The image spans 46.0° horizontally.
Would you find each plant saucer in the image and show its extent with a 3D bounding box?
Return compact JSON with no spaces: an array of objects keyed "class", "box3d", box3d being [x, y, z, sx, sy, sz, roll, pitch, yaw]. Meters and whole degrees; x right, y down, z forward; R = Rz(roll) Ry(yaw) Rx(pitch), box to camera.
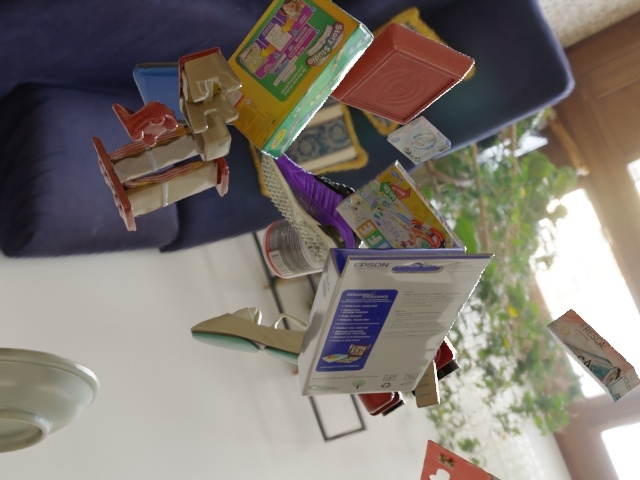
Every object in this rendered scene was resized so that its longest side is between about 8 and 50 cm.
[{"class":"plant saucer","box3d":[-0.626,0.325,1.425,0.400,0.101,0.400,-7,149,-4]},{"class":"plant saucer","box3d":[0.180,-0.362,1.724,0.259,0.048,0.258,14,147,-34]}]

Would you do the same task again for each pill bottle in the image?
[{"class":"pill bottle","box3d":[0.000,0.000,1.981,0.283,0.161,0.161,-13,179,36]}]

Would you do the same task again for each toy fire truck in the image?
[{"class":"toy fire truck","box3d":[0.167,0.277,1.505,0.217,0.159,0.246,-35,164,9]}]

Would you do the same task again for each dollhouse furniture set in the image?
[{"class":"dollhouse furniture set","box3d":[-0.264,-0.182,1.246,0.201,0.152,0.374,-23,162,-19]}]

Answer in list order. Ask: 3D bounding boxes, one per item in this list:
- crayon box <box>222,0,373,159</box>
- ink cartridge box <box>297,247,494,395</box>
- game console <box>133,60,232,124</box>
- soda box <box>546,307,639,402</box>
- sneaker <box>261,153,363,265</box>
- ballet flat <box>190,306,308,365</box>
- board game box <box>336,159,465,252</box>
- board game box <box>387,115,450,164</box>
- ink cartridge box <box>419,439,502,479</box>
[{"class":"crayon box","box3d":[-0.060,-0.306,1.336,0.278,0.165,0.081,-50,161,10]},{"class":"ink cartridge box","box3d":[0.076,0.090,0.917,0.165,0.065,0.333,1,144,-12]},{"class":"game console","box3d":[-0.240,-0.354,1.716,0.292,0.173,0.250,0,145,8]},{"class":"soda box","box3d":[0.493,0.204,1.366,0.063,0.058,0.183,-38,-144,2]},{"class":"sneaker","box3d":[-0.006,-0.090,1.607,0.146,0.293,0.102,-31,170,-21]},{"class":"ballet flat","box3d":[-0.093,0.155,1.261,0.248,0.086,0.086,13,179,11]},{"class":"board game box","box3d":[0.109,-0.017,1.021,0.103,0.154,0.026,-36,-170,23]},{"class":"board game box","box3d":[0.196,-0.198,1.497,0.090,0.020,0.090,35,141,-30]},{"class":"ink cartridge box","box3d":[0.346,0.589,1.480,0.091,0.384,0.308,-46,152,-33]}]
